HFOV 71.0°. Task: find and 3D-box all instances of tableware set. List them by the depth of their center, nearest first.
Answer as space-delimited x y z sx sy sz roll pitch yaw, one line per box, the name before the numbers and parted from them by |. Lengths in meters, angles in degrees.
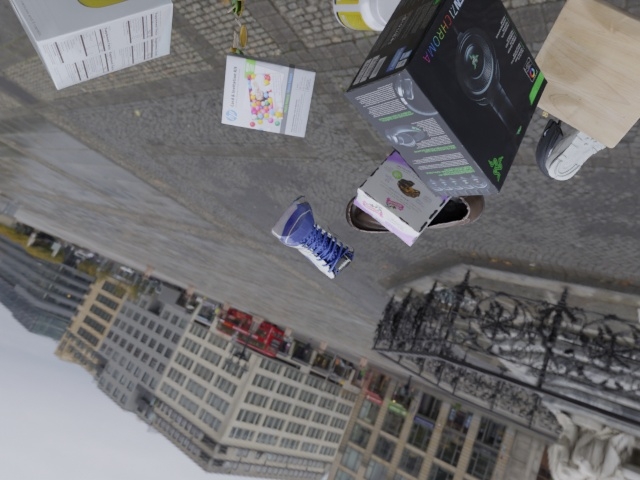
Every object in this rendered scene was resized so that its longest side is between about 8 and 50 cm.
tableware set | -0.184 -0.476 0.995 0.024 0.104 0.154 -7 136 -26

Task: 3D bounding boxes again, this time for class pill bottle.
pill bottle | 0.123 -0.556 1.050 0.119 0.119 0.208 34 -173 -35

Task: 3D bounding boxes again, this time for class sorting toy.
sorting toy | 0.623 -0.383 0.994 0.257 0.089 0.256 41 152 20

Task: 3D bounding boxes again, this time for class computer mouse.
computer mouse | 0.688 -0.328 1.370 0.060 0.184 0.262 -3 132 12

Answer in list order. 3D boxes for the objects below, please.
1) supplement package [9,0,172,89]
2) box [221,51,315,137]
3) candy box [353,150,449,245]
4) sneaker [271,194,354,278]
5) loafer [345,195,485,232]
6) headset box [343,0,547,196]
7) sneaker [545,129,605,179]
supplement package | -0.474 -0.481 0.921 0.199 0.262 0.198 62 159 -3
box | -0.113 -0.313 0.972 0.186 0.145 0.038 9 -149 -7
candy box | 0.199 -0.113 1.006 0.164 0.196 0.070 39 157 11
sneaker | 0.000 0.000 1.170 0.182 0.127 0.315 37 177 13
loafer | 0.228 -0.088 1.160 0.365 0.134 0.130 -6 -175 23
headset box | 0.218 -0.239 0.722 0.283 0.247 0.131 41 159 -30
sneaker | 0.702 -0.272 1.201 0.090 0.095 0.235 35 127 -9
